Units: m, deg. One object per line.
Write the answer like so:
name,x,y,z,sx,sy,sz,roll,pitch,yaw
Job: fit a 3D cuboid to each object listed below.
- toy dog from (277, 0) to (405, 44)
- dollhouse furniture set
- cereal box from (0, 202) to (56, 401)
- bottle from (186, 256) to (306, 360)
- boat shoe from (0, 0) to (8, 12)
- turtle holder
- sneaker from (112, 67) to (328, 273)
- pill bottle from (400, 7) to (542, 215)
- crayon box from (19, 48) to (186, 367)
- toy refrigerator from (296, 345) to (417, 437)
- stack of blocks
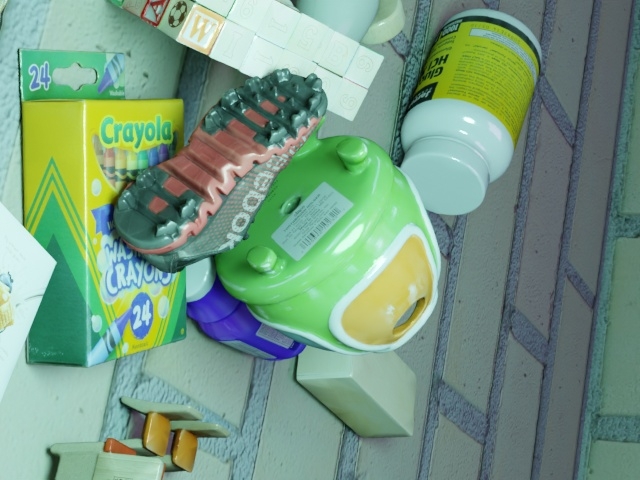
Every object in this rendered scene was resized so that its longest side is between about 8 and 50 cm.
toy dog,-0.034,-0.269,1.980,0.333,0.161,0.220,-40,132,-40
dollhouse furniture set,-0.185,0.301,1.646,0.259,0.135,0.262,48,49,-59
cereal box,-0.341,0.075,1.404,0.173,0.047,0.240,56,43,-50
bottle,-0.103,0.071,1.868,0.283,0.092,0.118,31,58,-62
boat shoe,-0.309,-0.290,1.387,0.324,0.122,0.120,-63,151,-28
turtle holder,-0.004,0.014,1.741,0.227,0.320,0.243,45,58,-29
sneaker,-0.097,-0.068,1.595,0.276,0.097,0.135,-44,153,-18
pill bottle,0.240,-0.209,2.477,0.188,0.188,0.334,67,34,-42
crayon box,-0.226,-0.041,1.606,0.203,0.083,0.323,-12,103,-65
toy refrigerator,0.054,0.202,2.222,0.269,0.094,0.102,48,42,-57
stack of blocks,-0.070,-0.231,1.690,0.297,0.171,0.087,22,98,-42
